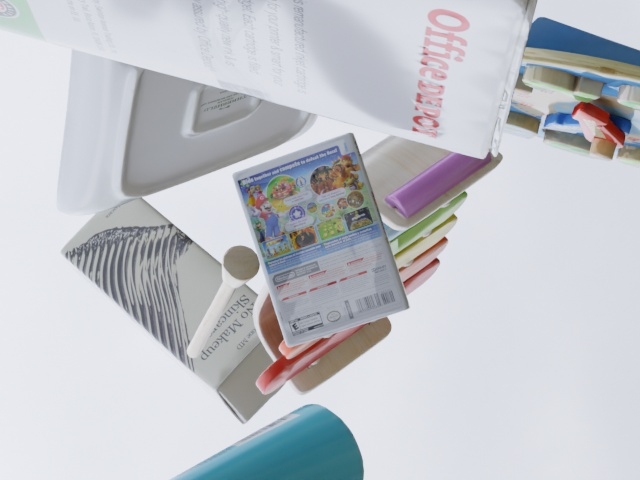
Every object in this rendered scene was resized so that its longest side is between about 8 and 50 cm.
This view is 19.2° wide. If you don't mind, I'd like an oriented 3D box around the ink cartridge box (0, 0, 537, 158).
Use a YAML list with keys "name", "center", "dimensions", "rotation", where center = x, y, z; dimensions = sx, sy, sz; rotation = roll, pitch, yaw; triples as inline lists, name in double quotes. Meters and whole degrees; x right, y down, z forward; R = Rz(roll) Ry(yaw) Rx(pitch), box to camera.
- name: "ink cartridge box"
  center: [-0.031, -0.115, 0.631]
  dimensions: [0.160, 0.219, 0.092]
  rotation: [91, -165, -76]

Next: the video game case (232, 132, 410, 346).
- name: "video game case"
  center: [0.000, 0.000, 1.244]
  dimensions: [0.011, 0.087, 0.122]
  rotation: [-11, -97, -74]

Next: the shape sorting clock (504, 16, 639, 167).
- name: "shape sorting clock"
  center: [0.141, -0.059, 0.917]
  dimensions: [0.206, 0.206, 0.040]
  rotation: [26, -99, -57]

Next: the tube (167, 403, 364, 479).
- name: "tube"
  center: [-0.072, 0.137, 0.873]
  dimensions: [0.207, 0.052, 0.080]
  rotation: [-24, -38, -36]

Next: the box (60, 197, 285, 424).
- name: "box"
  center: [-0.145, 0.065, 2.016]
  dimensions: [0.113, 0.275, 0.094]
  rotation: [-47, -34, -10]

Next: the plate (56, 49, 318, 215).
- name: "plate"
  center: [-0.090, -0.137, 1.643]
  dimensions: [0.277, 0.278, 0.045]
  rotation: [-21, -119, -25]

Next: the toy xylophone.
- name: "toy xylophone"
  center: [0.014, 0.024, 1.510]
  dimensions: [0.236, 0.322, 0.081]
  rotation: [-36, -104, -22]
